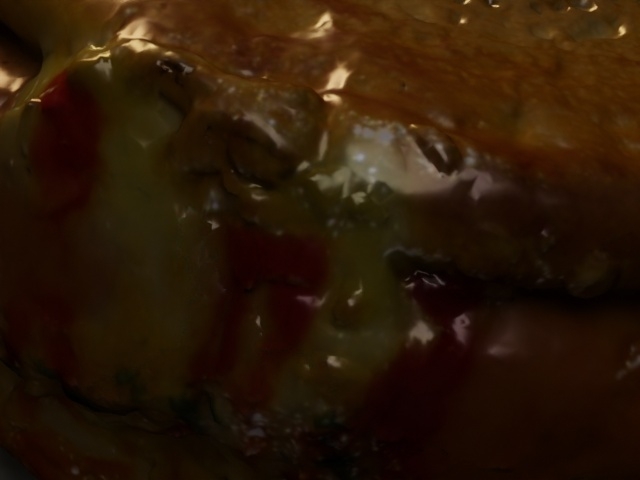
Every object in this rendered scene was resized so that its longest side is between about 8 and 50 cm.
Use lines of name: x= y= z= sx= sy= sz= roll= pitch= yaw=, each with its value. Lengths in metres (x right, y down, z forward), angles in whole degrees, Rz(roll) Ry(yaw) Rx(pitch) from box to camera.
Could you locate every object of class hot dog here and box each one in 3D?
hot dog: x=0.000 y=0.000 z=0.462 sx=0.257 sy=0.150 sz=0.153 roll=17 pitch=45 yaw=7
